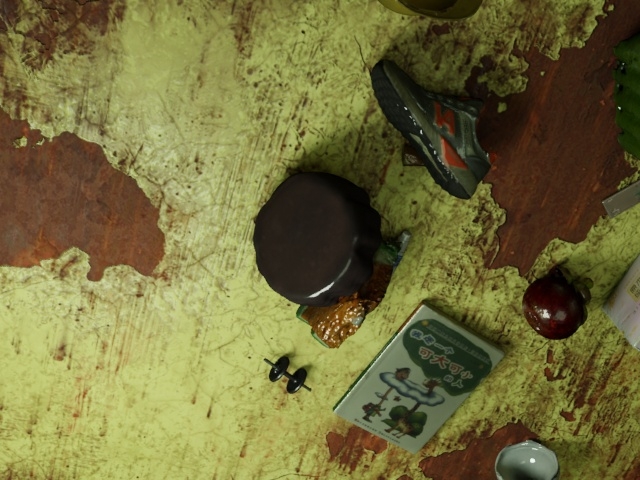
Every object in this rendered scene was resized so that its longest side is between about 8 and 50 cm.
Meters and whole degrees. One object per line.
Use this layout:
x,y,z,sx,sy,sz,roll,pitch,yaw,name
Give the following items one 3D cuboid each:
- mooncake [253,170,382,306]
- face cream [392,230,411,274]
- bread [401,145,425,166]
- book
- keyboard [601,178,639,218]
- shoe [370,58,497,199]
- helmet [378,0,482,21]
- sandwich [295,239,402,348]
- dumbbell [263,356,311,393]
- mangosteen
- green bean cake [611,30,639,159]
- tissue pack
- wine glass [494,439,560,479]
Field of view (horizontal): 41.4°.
0.000,0.000,1.748,0.141,0.283,0.283,13,120,-50,mooncake
0.167,0.036,1.909,0.034,0.034,0.130,21,111,-16,face cream
0.215,-0.179,1.806,0.083,0.036,0.047,0,115,-9,bread
0.238,0.344,2.067,0.260,0.043,0.371,30,110,-18,book
0.717,-0.110,1.906,0.166,0.017,0.055,-31,111,9,keyboard
0.253,-0.256,1.726,0.171,0.132,0.336,-41,104,-9,shoe
0.169,-0.504,1.584,0.257,0.140,0.205,20,81,-28,helmet
0.050,0.126,1.856,0.109,0.212,0.292,32,125,-13,sandwich
-0.077,0.319,2.005,0.147,0.069,0.069,37,107,-21,dumbbell
0.558,0.145,1.943,0.181,0.146,0.156,-19,114,3,mangosteen
0.784,-0.310,1.717,0.319,0.218,0.335,-19,123,-5,green bean cake
0.779,0.130,1.938,0.124,0.185,0.225,22,112,-16,tissue pack
0.539,0.641,2.186,0.165,0.165,0.196,-12,121,0,wine glass
